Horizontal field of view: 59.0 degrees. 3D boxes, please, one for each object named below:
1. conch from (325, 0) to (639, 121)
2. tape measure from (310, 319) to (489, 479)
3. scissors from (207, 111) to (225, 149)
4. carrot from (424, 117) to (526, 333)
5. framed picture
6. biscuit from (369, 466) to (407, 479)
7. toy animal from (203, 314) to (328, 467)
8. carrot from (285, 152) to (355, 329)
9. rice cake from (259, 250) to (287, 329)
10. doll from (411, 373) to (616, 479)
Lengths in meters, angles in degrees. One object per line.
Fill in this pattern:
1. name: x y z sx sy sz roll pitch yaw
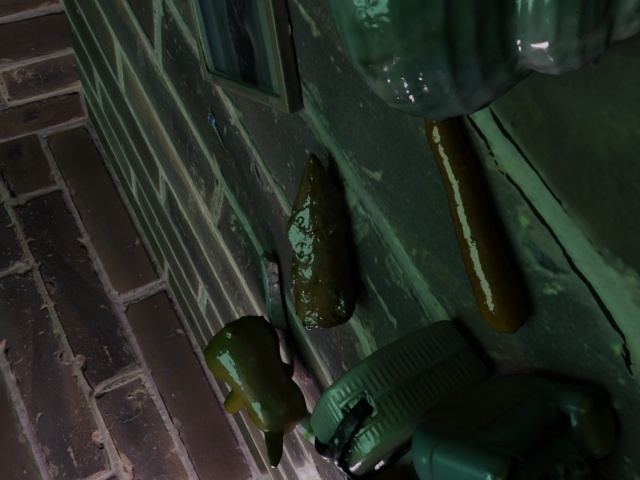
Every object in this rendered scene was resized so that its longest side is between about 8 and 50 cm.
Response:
1. conch: 0.078 -0.183 0.367 0.277 0.220 0.195 25 112 25
2. tape measure: 0.084 0.215 0.682 0.115 0.207 0.235 53 151 24
3. scissors: -0.212 -0.223 1.158 0.083 0.006 0.036 66 155 3
4. carrot: 0.142 -0.026 0.534 0.043 0.043 0.247 -10 100 67
5. framed picture: -0.146 -0.423 0.797 0.326 0.028 0.446 35 142 51
6. biscuit: 0.157 0.597 1.060 0.385 0.062 0.365 66 158 3
7. toy animal: -0.116 0.341 1.248 0.362 0.181 0.180 60 160 4
8. carrot: 0.000 0.000 0.820 0.102 0.102 0.263 35 136 51
9. rice cake: -0.098 0.111 1.191 0.043 0.034 0.210 -124 23 -45
10. doll: 0.191 0.273 0.533 0.162 0.177 0.260 -6 105 58
